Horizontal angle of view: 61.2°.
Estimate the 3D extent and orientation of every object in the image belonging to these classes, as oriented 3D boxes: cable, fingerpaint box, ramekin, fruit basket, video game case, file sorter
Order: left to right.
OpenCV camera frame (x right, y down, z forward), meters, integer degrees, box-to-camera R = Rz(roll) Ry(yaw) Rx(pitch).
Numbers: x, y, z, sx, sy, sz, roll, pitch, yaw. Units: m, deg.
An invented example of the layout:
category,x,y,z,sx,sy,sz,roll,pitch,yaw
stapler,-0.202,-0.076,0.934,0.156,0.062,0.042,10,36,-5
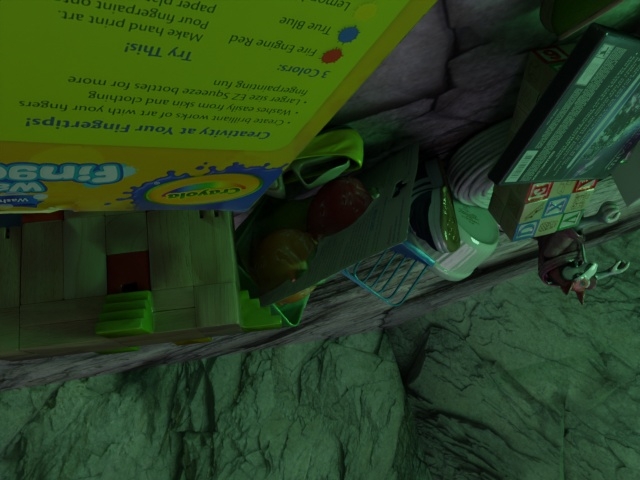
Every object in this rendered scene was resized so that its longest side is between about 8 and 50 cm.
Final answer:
category,x,y,z,sx,sy,sz,roll,pitch,yaw
fingerpaint box,-0.187,-0.164,0.341,0.444,0.163,0.371,-4,158,-34
fruit basket,0.000,0.000,0.844,0.352,0.166,0.327,-23,-157,24
file sorter,0.092,0.031,0.946,0.118,0.105,0.170,36,177,-20
ramekin,0.273,-0.030,1.123,0.207,0.207,0.109,0,147,-42
cable,0.367,-0.149,1.015,0.257,0.089,0.257,1,155,-42
video game case,0.348,-0.154,0.674,0.274,0.026,0.196,-8,138,-38

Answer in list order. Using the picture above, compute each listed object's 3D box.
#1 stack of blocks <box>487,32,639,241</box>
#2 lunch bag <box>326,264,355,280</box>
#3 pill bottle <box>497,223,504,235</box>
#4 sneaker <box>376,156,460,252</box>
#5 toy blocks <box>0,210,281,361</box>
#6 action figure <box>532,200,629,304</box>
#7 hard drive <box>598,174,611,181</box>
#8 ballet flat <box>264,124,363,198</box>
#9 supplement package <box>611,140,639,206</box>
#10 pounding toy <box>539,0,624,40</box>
category,x,y,z,sx,sy,sz,roll,pitch,yaw
stack of blocks,0.381,-0.146,0.829,0.171,0.087,0.297,-12,137,-11
lunch bag,-0.059,0.044,1.202,0.279,0.108,0.223,-30,158,38
pill bottle,0.407,-0.060,1.292,0.107,0.108,0.180,-4,159,-33
sneaker,0.149,-0.049,0.929,0.153,0.099,0.282,-15,-155,16
toy blocks,-0.253,-0.002,0.674,0.380,0.261,0.191,-7,164,-6
action figure,0.530,-0.010,1.219,0.275,0.370,0.248,-8,127,28
hard drive,0.674,-0.153,1.384,0.094,0.022,0.135,-3,159,-35
ballet flat,-0.045,-0.105,0.798,0.230,0.077,0.077,-16,157,2
supplement package,0.625,-0.204,0.918,0.177,0.176,0.293,-18,163,1
pounding toy,0.285,-0.291,0.516,0.182,0.110,0.237,-31,-174,22
